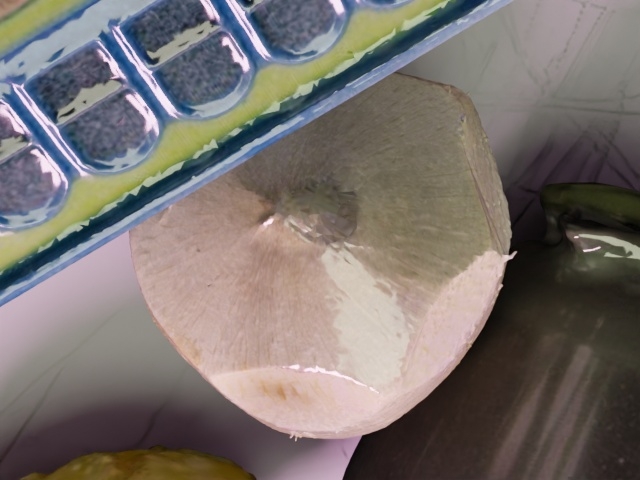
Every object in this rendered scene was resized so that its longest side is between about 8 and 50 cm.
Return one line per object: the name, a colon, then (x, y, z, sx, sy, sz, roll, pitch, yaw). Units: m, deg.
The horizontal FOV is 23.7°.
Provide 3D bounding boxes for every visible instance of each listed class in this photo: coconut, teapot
coconut: (0.002, -0.002, 0.636, 0.161, 0.161, 0.162, -21, 168, -5)
teapot: (0.182, 0.104, 0.753, 0.321, 0.239, 0.239, 18, 93, -22)

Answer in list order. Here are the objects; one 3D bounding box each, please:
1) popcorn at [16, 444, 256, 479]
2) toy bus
popcorn: (-0.100, 0.202, 0.754, 0.221, 0.184, 0.204, -28, 124, 2)
toy bus: (-0.096, -0.110, 0.535, 0.312, 0.152, 0.190, -31, 129, 4)
